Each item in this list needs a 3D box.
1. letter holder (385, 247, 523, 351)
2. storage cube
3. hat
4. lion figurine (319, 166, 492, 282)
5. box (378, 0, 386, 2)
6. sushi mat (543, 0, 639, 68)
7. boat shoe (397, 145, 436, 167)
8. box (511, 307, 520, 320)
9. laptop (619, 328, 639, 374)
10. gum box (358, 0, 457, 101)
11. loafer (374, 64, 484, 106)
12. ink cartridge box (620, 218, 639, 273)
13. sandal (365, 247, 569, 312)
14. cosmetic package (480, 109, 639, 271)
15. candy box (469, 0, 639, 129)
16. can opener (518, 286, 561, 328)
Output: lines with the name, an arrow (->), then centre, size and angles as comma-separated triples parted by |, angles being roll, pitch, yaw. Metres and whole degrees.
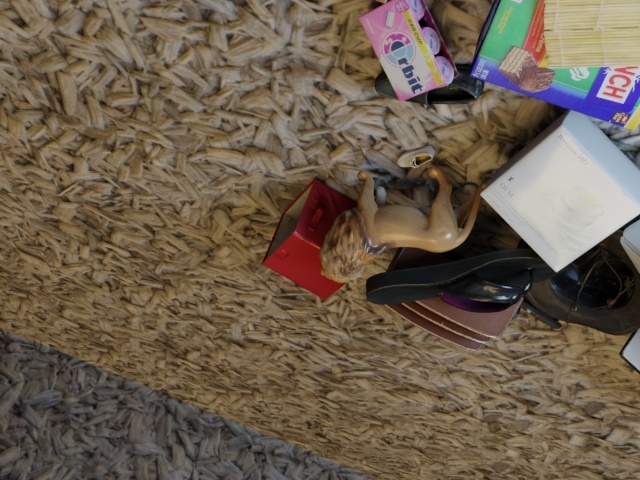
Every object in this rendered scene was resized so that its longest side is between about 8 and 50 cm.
letter holder -> 0.296, 0.141, 1.950 | 0.302, 0.152, 0.214 | 28, 101, 2
storage cube -> 0.000, 0.000, 2.000 | 0.193, 0.183, 0.215 | 31, 142, -14
hat -> 0.609, 0.050, 1.797 | 0.331, 0.134, 0.331 | 20, 136, 21
lion figurine -> 0.186, -0.031, 1.788 | 0.392, 0.240, 0.142 | -5, 150, 24
box -> -0.008, -0.567, 1.298 | 0.346, 0.168, 0.215 | 20, 143, 0
sushi mat -> 0.512, -0.338, 1.264 | 0.317, 0.019, 0.151 | 3, 136, 20
boat shoe -> 0.210, -0.179, 1.796 | 0.100, 0.035, 0.035 | -15, 131, 38
box -> 0.378, 0.157, 2.122 | 0.233, 0.059, 0.183 | 30, 143, -11
laptop -> 0.952, 0.215, 1.783 | 0.382, 0.407, 0.236 | 39, 173, -22
gum box -> 0.166, -0.360, 1.511 | 0.107, 0.062, 0.188 | -17, 107, 40
loafer -> 0.210, -0.303, 1.601 | 0.223, 0.078, 0.076 | 3, 140, 22
ink cartridge box -> 0.814, 0.079, 1.582 | 0.279, 0.160, 0.384 | -37, 111, 9
sandal -> 0.322, 0.110, 1.777 | 0.446, 0.107, 0.167 | -11, 156, 18
cosmetic package -> 0.482, -0.101, 1.595 | 0.224, 0.138, 0.225 | 45, 127, 0
candy box -> 0.451, -0.358, 1.379 | 0.317, 0.122, 0.268 | 18, 141, 1
can opener -> 0.549, 0.172, 2.059 | 0.186, 0.059, 0.073 | 39, 140, -22
